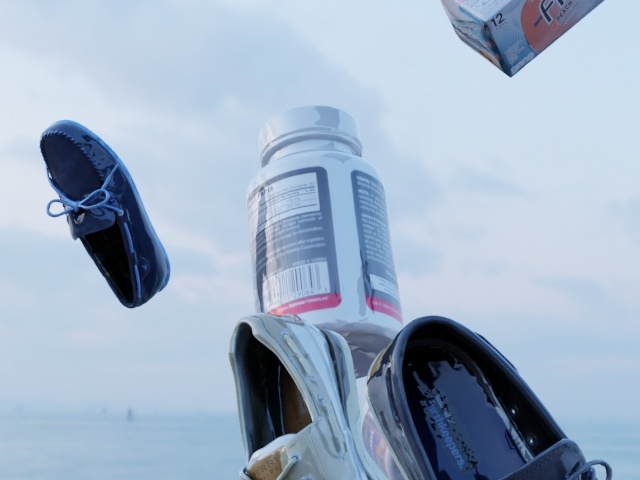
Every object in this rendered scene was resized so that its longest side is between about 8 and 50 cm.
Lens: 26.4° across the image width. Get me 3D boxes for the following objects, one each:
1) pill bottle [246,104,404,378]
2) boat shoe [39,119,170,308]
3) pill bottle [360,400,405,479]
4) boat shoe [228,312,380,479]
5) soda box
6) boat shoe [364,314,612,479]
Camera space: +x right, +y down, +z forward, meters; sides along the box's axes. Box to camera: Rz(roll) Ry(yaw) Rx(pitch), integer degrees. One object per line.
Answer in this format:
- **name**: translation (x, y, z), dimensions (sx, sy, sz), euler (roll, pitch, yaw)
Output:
- **pill bottle**: translation (0.000, 0.000, 1.671), dimensions (0.176, 0.318, 0.176), euler (-5, -27, -2)
- **boat shoe**: translation (-0.272, -0.032, 1.719), dimensions (0.109, 0.258, 0.089), euler (-23, 19, 35)
- **pill bottle**: translation (0.109, 0.236, 1.642), dimensions (0.108, 0.108, 0.193), euler (3, 8, -12)
- **boat shoe**: translation (-0.016, 0.195, 1.125), dimensions (0.103, 0.302, 0.113), euler (24, -53, -41)
- **soda box**: translation (0.170, -0.196, 0.923), dimensions (0.063, 0.183, 0.058), euler (46, -6, 44)
- **boat shoe**: translation (0.206, 0.283, 1.386), dimensions (0.187, 0.500, 0.156), euler (-25, -26, -15)
